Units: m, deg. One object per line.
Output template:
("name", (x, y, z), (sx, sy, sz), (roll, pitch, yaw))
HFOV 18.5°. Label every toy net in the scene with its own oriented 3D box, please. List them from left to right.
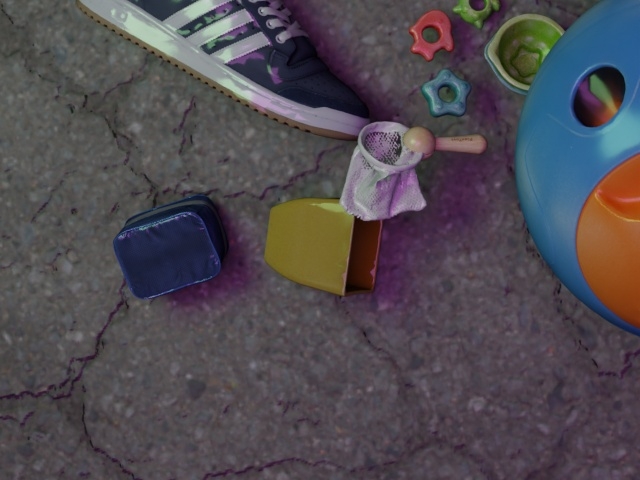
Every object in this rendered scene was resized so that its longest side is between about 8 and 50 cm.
("toy net", (0.095, -0.115, 1.618), (0.232, 0.045, 0.122), (-43, 86, -14))

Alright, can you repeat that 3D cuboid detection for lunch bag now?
("lunch bag", (-0.131, 0.006, 1.705), (0.098, 0.065, 0.067), (-16, 104, 12))

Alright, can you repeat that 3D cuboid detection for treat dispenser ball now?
("treat dispenser ball", (0.291, -0.062, 1.490), (0.288, 0.288, 0.288), (0, 92, 13))

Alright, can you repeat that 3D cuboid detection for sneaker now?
("sneaker", (-0.060, -0.203, 1.663), (0.282, 0.099, 0.153), (29, 100, 13))

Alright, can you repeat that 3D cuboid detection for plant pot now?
("plant pot", (0.000, 0.000, 1.669), (0.083, 0.081, 0.081), (9, 94, 20))
